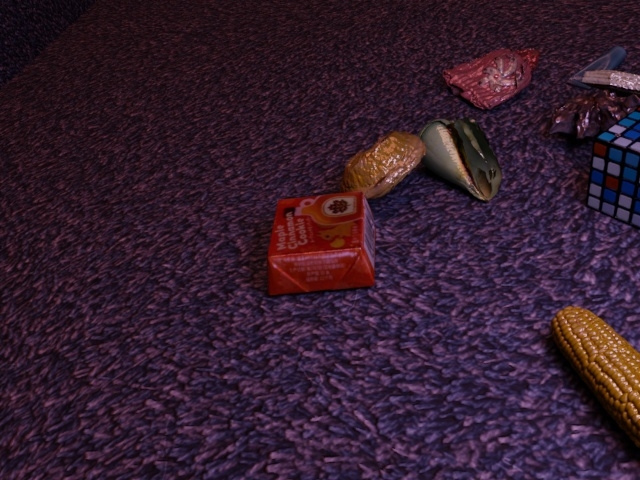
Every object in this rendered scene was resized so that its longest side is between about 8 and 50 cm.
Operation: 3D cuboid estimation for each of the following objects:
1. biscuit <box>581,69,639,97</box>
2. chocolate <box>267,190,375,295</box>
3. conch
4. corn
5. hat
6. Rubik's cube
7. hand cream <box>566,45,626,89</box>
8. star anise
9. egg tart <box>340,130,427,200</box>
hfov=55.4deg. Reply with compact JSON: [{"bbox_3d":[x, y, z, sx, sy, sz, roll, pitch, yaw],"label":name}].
[{"bbox_3d":[0.788,-0.381,1.526,0.252,0.052,0.150,5,14,-32],"label":"biscuit"},{"bbox_3d":[0.000,0.000,1.341,0.234,0.108,0.238,-5,41,10],"label":"chocolate"},{"bbox_3d":[0.341,-0.213,1.474,0.143,0.137,0.250,-47,42,-6],"label":"conch"},{"bbox_3d":[0.474,0.216,0.961,0.106,0.106,0.305,-19,39,-8],"label":"corn"},{"bbox_3d":[0.529,-0.501,1.805,0.286,0.107,0.237,-27,51,-11],"label":"hat"},{"bbox_3d":[0.695,-0.150,1.281,0.187,0.184,0.182,-31,42,-24],"label":"Rubik's cube"},{"bbox_3d":[0.824,-0.510,1.796,0.224,0.048,0.083,-37,48,-21],"label":"hand cream"},{"bbox_3d":[0.687,-0.316,1.499,0.235,0.109,0.223,2,16,21],"label":"star anise"},{"bbox_3d":[0.135,-0.186,1.467,0.252,0.098,0.232,-27,21,30],"label":"egg tart"}]
